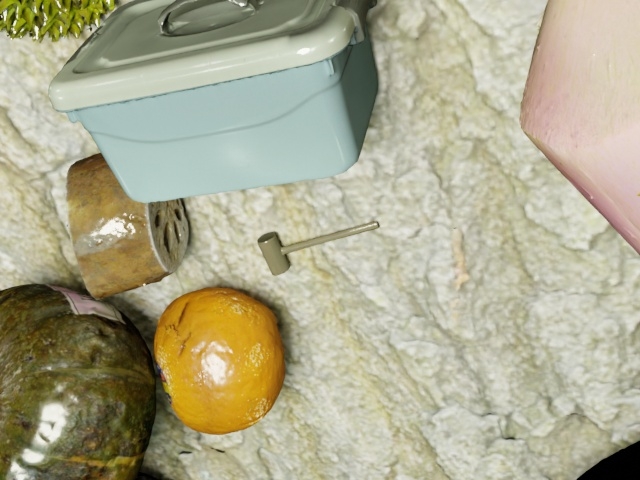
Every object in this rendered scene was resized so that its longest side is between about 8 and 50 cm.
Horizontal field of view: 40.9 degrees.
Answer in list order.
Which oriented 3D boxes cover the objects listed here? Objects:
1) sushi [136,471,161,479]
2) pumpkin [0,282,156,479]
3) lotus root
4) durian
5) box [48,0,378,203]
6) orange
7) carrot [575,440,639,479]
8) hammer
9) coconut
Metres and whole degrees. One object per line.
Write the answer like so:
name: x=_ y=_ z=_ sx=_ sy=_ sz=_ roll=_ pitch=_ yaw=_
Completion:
sushi: x=-0.208 y=0.397 z=0.834 sx=0.181 sy=0.343 sz=0.196 roll=16 pitch=123 yaw=-9
pumpkin: x=-0.273 y=0.161 z=0.768 sx=0.189 sy=0.260 sz=0.260 roll=16 pitch=130 yaw=-40
lotus root: x=-0.168 y=-0.015 z=0.736 sx=0.081 sy=0.112 sz=0.122 roll=-5 pitch=115 yaw=10
durian: x=-0.265 y=-0.217 z=0.668 sx=0.220 sy=0.095 sz=0.137 roll=16 pitch=120 yaw=13
box: x=-0.065 y=-0.123 z=0.631 sx=0.226 sy=0.162 sz=0.130 roll=-8 pitch=126 yaw=19
orange: x=-0.089 y=0.106 z=0.775 sx=0.117 sy=0.135 sz=0.136 roll=-22 pitch=114 yaw=-12
carrot: x=0.355 y=0.239 z=0.676 sx=0.340 sy=0.224 sz=0.224 roll=-36 pitch=104 yaw=23
hammer: x=0.000 y=0.000 z=0.759 sx=0.110 sy=0.019 sz=0.036 roll=-16 pitch=112 yaw=16
coconut: x=0.246 y=-0.104 z=0.533 sx=0.233 sy=0.233 sz=0.245 roll=-34 pitch=112 yaw=27
